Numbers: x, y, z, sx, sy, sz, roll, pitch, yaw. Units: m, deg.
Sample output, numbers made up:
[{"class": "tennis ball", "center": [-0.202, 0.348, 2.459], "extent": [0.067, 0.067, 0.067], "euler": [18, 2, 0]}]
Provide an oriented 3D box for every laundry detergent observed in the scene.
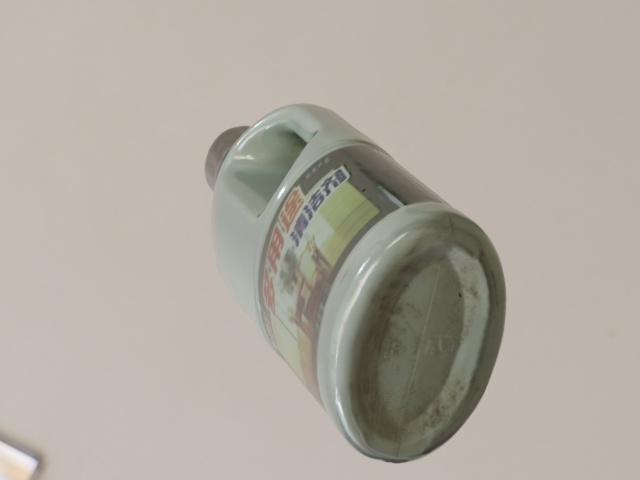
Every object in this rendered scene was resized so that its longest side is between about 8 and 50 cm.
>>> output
[{"class": "laundry detergent", "center": [0.000, 0.000, 0.745], "extent": [0.225, 0.070, 0.099], "euler": [-133, 45, -62]}]
